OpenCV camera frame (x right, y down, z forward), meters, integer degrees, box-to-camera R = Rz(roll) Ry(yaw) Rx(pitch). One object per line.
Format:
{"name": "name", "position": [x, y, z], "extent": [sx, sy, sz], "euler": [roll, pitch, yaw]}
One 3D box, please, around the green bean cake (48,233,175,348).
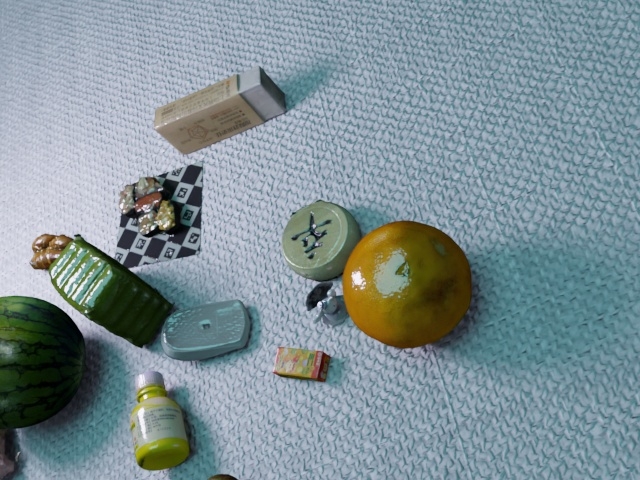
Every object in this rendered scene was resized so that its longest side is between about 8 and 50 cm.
{"name": "green bean cake", "position": [-0.528, 0.130, 2.029], "extent": [0.247, 0.250, 0.156], "euler": [31, 83, 37]}

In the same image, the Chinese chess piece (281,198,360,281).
{"name": "Chinese chess piece", "position": [0.000, 0.000, 1.888], "extent": [0.188, 0.083, 0.189], "euler": [-13, 58, 22]}

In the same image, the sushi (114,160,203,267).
{"name": "sushi", "position": [-0.455, -0.073, 2.212], "extent": [0.293, 0.059, 0.292], "euler": [-14, 60, 24]}

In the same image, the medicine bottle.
{"name": "medicine bottle", "position": [-0.380, 0.409, 1.879], "extent": [0.121, 0.122, 0.213], "euler": [-31, 54, 14]}

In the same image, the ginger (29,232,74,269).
{"name": "ginger", "position": [-0.759, 0.028, 2.336], "extent": [0.162, 0.073, 0.103], "euler": [-9, 75, 20]}

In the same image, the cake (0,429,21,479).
{"name": "cake", "position": [-1.003, 0.519, 2.093], "extent": [0.314, 0.293, 0.307], "euler": [-42, 50, 14]}

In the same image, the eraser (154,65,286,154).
{"name": "eraser", "position": [-0.273, -0.348, 2.191], "extent": [0.343, 0.144, 0.078], "euler": [-18, 56, 21]}

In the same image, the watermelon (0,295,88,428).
{"name": "watermelon", "position": [-0.764, 0.304, 2.031], "extent": [0.363, 0.363, 0.363], "euler": [-14, 60, 25]}

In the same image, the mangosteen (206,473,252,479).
{"name": "mangosteen", "position": [-0.245, 0.602, 1.600], "extent": [0.297, 0.297, 0.293], "euler": [5, 71, 33]}

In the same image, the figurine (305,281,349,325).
{"name": "figurine", "position": [0.011, 0.142, 1.805], "extent": [0.094, 0.086, 0.082], "euler": [-49, 53, 0]}

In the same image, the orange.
{"name": "orange", "position": [0.175, 0.089, 1.642], "extent": [0.261, 0.261, 0.261], "euler": [-14, 60, 25]}

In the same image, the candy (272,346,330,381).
{"name": "candy", "position": [-0.043, 0.274, 1.800], "extent": [0.121, 0.038, 0.062], "euler": [0, 66, 31]}

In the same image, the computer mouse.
{"name": "computer mouse", "position": [-0.274, 0.218, 1.948], "extent": [0.230, 0.079, 0.128], "euler": [-9, 64, 10]}
